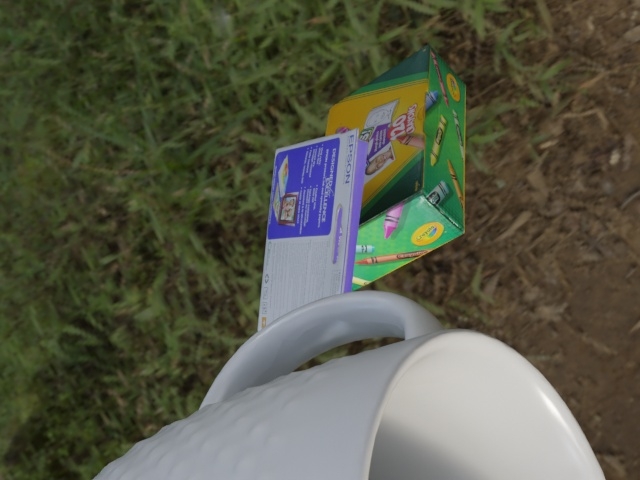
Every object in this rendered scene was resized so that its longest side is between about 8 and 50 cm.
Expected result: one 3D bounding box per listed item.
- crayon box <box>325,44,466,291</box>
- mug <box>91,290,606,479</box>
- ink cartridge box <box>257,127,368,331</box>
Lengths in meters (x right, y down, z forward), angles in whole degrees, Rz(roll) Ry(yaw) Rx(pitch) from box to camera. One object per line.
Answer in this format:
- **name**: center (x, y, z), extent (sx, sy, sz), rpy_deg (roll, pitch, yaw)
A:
- **crayon box**: center (0.084, -0.089, 1.329), extent (0.165, 0.278, 0.081), rpy_deg (-30, 124, 31)
- **mug**: center (-0.014, 0.189, 0.685), extent (0.328, 0.374, 0.276), rpy_deg (-22, 130, 34)
- **ink cartridge box**: center (0.000, 0.000, 1.135), extent (0.208, 0.045, 0.206), rpy_deg (176, 101, -67)
